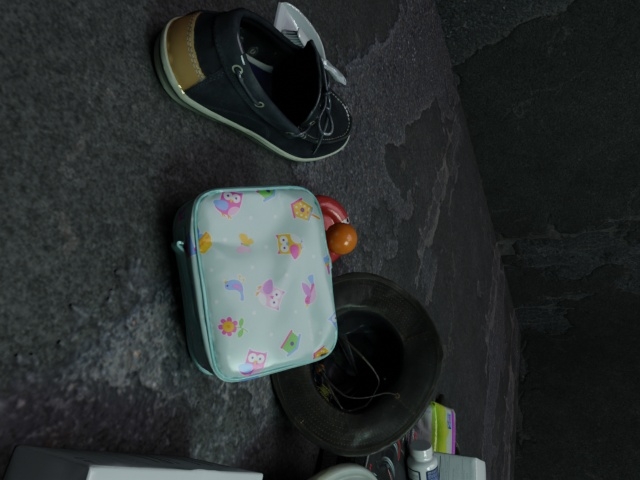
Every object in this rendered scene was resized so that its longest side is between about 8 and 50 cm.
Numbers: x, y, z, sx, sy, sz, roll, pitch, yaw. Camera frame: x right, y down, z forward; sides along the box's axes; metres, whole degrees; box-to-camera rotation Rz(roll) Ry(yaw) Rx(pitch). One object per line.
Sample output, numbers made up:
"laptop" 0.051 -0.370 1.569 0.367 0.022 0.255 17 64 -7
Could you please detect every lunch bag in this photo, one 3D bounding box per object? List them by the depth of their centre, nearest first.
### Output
"lunch bag" -0.099 0.053 0.656 0.224 0.108 0.279 -7 88 -30

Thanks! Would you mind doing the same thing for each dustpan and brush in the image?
"dustpan and brush" -0.016 -0.402 0.966 0.211 0.060 0.147 35 56 -51

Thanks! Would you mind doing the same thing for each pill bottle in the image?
"pill bottle" 0.226 0.509 0.977 0.067 0.067 0.120 -10 95 -59

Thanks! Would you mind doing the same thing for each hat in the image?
"hat" 0.067 0.236 0.864 0.134 0.332 0.331 106 -8 -68

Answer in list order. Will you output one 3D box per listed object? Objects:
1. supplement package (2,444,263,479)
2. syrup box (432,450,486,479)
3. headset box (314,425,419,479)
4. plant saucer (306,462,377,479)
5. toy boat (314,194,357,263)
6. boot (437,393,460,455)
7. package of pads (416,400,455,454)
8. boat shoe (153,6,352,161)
"supplement package" -0.197 0.308 0.472 0.244 0.134 0.139 40 52 -48
"syrup box" 0.277 0.575 1.099 0.093 0.237 0.096 43 48 -47
"headset box" 0.121 0.481 0.982 0.293 0.110 0.218 54 43 -39
"plant saucer" 0.007 0.564 0.683 0.401 0.101 0.400 -15 111 -44
"toy boat" 0.000 0.000 0.833 0.231 0.151 0.150 -44 122 -52
"boot" 0.436 0.642 1.511 0.137 0.077 0.197 -53 130 -55
"package of pads" 0.316 0.624 1.285 0.229 0.101 0.296 39 52 -50
"boat shoe" -0.051 -0.260 0.798 0.500 0.156 0.186 5 79 -60
